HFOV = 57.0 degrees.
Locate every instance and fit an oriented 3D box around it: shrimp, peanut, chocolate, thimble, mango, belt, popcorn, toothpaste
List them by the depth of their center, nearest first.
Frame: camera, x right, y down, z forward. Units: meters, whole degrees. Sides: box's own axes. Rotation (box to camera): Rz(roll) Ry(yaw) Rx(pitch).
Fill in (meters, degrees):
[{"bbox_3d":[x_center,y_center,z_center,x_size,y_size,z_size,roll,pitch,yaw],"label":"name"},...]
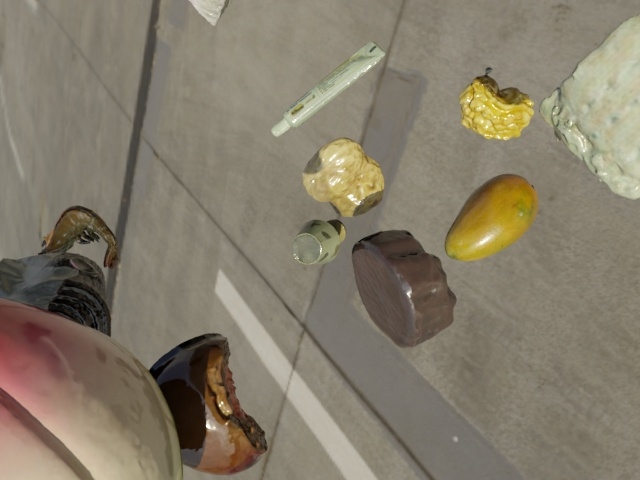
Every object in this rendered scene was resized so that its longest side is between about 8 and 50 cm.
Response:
[{"bbox_3d":[-0.112,0.178,0.611,0.127,0.124,0.133,-49,55,14],"label":"chocolate"},{"bbox_3d":[0.462,-0.190,0.781,0.195,0.292,0.291,54,136,14],"label":"thimble"},{"bbox_3d":[-0.396,0.145,0.783,0.289,0.184,0.164,-55,32,4],"label":"belt"},{"bbox_3d":[0.260,-0.032,0.886,0.111,0.089,0.163,-9,38,56],"label":"mango"},{"bbox_3d":[-0.413,0.014,1.017,0.178,0.124,0.034,-42,15,29],"label":"shrimp"},{"bbox_3d":[0.009,-0.281,1.109,0.255,0.037,0.067,-39,45,7],"label":"toothpaste"},{"bbox_3d":[0.456,-0.344,1.574,0.163,0.194,0.140,-42,28,59],"label":"popcorn"},{"bbox_3d":[0.071,-0.167,1.626,0.197,0.233,0.110,-45,31,17],"label":"peanut"}]

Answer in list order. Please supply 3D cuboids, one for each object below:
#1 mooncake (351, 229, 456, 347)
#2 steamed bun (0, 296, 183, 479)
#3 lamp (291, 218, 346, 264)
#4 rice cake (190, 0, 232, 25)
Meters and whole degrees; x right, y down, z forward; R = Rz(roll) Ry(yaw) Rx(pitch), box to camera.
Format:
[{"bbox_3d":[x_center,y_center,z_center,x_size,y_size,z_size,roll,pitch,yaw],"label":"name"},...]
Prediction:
[{"bbox_3d":[0.192,0.104,1.383,0.283,0.141,0.283,50,155,34],"label":"mooncake"},{"bbox_3d":[-0.266,0.167,0.447,0.309,0.309,0.309,-4,86,57],"label":"steamed bun"},{"bbox_3d":[0.000,0.000,1.549,0.121,0.215,0.121,5,105,18],"label":"lamp"},{"bbox_3d":[-0.103,-0.501,0.872,0.365,0.073,0.056,-60,13,27],"label":"rice cake"}]
